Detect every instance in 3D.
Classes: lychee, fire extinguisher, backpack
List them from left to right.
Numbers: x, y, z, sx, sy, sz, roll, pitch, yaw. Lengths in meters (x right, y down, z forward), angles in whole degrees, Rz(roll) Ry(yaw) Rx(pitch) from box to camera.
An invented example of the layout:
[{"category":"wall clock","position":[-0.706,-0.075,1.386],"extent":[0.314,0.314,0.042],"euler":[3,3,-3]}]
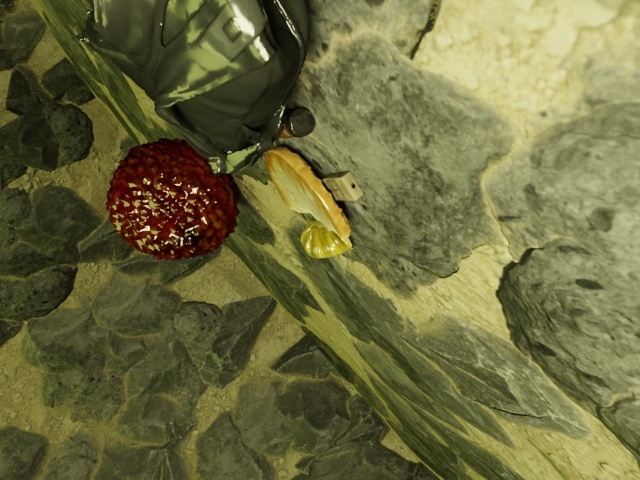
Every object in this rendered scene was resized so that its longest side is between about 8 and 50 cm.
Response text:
[{"category":"lychee","position":[-0.520,-0.143,1.437],"extent":[0.500,0.424,0.424],"euler":[22,155,15]},{"category":"backpack","position":[-0.175,-0.289,0.587],"extent":[0.363,0.255,0.446],"euler":[47,161,-12]},{"category":"fire extinguisher","position":[-0.071,-0.217,0.804],"extent":[0.062,0.050,0.177],"euler":[60,161,-23]}]

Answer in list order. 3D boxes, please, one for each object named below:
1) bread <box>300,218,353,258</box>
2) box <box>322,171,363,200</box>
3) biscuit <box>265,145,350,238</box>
[{"category":"bread","position":[0.000,0.000,1.025],"extent":[0.083,0.094,0.157],"euler":[54,171,-29]},{"category":"box","position":[0.042,-0.104,0.805],"extent":[0.053,0.024,0.083],"euler":[55,161,-19]},{"category":"biscuit","position":[-0.044,-0.121,0.937],"extent":[0.309,0.040,0.204],"euler":[32,157,57]}]
